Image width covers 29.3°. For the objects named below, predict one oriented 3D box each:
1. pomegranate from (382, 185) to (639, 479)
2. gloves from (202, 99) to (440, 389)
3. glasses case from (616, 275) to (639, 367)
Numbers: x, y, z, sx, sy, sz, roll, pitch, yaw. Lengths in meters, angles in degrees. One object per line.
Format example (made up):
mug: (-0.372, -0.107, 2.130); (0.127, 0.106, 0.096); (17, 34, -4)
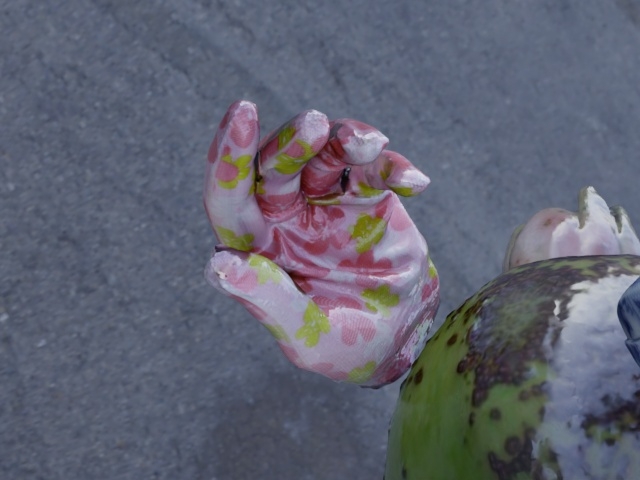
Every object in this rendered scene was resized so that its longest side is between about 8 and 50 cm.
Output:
pomegranate: (0.178, 0.097, 0.772); (0.285, 0.285, 0.341); (39, 38, -33)
gloves: (-0.005, -0.005, 0.773); (0.241, 0.145, 0.126); (54, -8, -36)
glasses case: (0.226, -0.016, 0.462); (0.248, 0.087, 0.065); (-24, 80, -13)
